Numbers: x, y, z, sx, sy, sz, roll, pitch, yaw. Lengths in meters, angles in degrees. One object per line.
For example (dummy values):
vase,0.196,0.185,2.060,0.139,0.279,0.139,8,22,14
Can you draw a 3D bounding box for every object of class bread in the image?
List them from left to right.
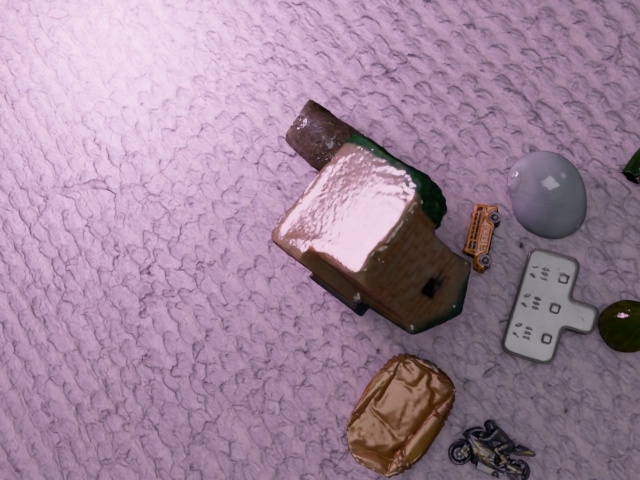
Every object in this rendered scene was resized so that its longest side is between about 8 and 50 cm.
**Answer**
bread,0.182,0.405,1.831,0.204,0.156,0.288,28,84,5

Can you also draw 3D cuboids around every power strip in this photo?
power strip,0.552,0.164,1.849,0.193,0.059,0.265,16,83,13

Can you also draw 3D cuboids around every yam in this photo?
yam,0.027,-0.239,1.972,0.254,0.154,0.154,39,89,11

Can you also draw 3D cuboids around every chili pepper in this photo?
chili pepper,0.808,-0.238,1.875,0.088,0.059,0.227,28,82,26

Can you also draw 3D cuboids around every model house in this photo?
model house,0.157,0.016,1.792,0.335,0.342,0.382,-50,35,-3

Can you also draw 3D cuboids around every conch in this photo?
conch,0.541,-0.108,1.881,0.185,0.121,0.221,-43,79,31

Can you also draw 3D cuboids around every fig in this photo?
fig,0.702,0.192,1.768,0.123,0.156,0.123,-1,82,4

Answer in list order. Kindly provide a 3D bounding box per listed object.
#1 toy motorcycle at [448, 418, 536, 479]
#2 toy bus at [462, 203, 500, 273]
toy motorcycle,0.401,0.483,1.822,0.193,0.061,0.124,14,81,14
toy bus,0.390,-0.004,1.902,0.074,0.069,0.162,13,82,13
